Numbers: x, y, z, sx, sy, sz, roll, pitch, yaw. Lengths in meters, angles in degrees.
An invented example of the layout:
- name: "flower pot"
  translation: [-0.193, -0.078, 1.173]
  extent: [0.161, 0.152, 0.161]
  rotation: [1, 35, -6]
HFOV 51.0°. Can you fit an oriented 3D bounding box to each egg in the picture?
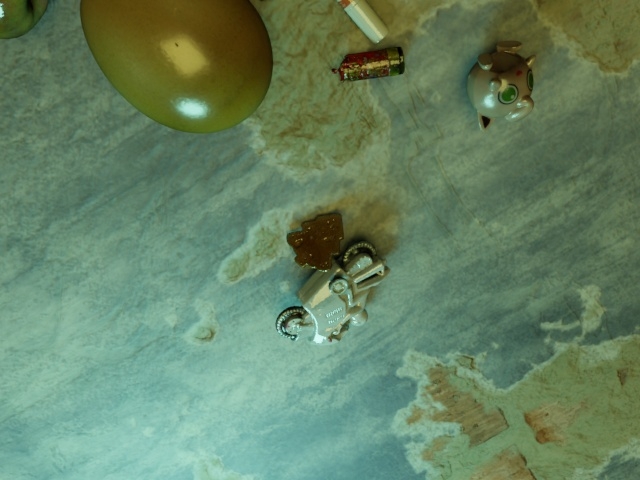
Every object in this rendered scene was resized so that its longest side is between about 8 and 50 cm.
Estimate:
- name: "egg"
  translation: [-0.228, -0.315, 1.074]
  extent: [0.322, 0.250, 0.250]
  rotation: [33, 106, -14]

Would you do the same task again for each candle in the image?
- name: "candle"
  translation: [0.084, -0.315, 1.206]
  extent: [0.130, 0.052, 0.052]
  rotation: [-8, 113, -2]

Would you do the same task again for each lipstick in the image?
- name: "lipstick"
  translation: [0.065, -0.405, 1.174]
  extent: [0.038, 0.038, 0.131]
  rotation: [-40, 110, 12]

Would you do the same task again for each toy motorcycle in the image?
- name: "toy motorcycle"
  translation: [0.037, 0.121, 1.361]
  extent: [0.260, 0.110, 0.171]
  rotation: [-45, 125, 6]

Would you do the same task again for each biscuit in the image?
- name: "biscuit"
  translation: [0.000, 0.000, 1.318]
  extent: [0.119, 0.019, 0.130]
  rotation: [41, 87, 23]

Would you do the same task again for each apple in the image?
- name: "apple"
  translation: [-0.519, -0.416, 1.045]
  extent: [0.174, 0.188, 0.188]
  rotation: [20, 109, -7]

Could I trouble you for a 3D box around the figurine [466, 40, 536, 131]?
- name: "figurine"
  translation: [0.325, -0.278, 1.203]
  extent: [0.125, 0.125, 0.138]
  rotation: [-17, 123, 2]
